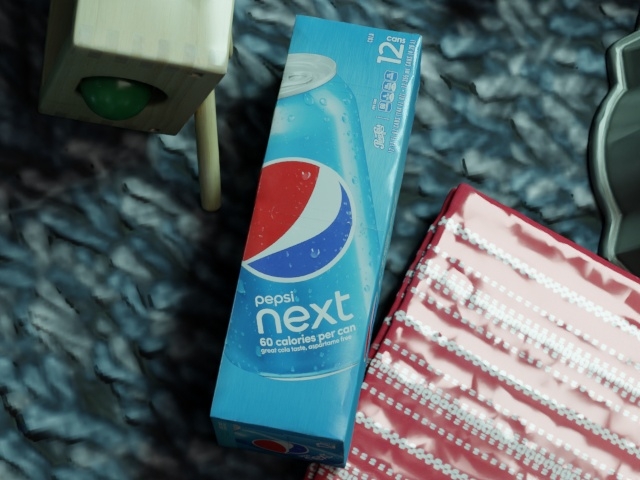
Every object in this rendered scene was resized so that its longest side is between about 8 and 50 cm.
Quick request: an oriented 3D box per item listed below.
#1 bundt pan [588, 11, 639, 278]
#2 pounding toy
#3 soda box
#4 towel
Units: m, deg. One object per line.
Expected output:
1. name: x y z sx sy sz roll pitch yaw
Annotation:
1. bundt pan: 0.326 -0.034 1.082 0.330 0.124 0.331 6 78 -29
2. pounding toy: -0.075 -0.102 0.880 0.100 0.130 0.141 9 76 -15
3. soda box: 0.000 0.000 0.912 0.067 0.071 0.210 10 73 4
4. towel: 0.101 0.121 0.948 0.199 0.031 0.275 29 67 0
